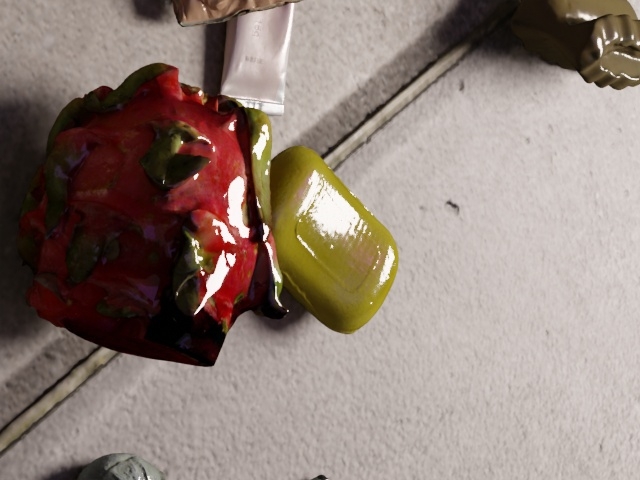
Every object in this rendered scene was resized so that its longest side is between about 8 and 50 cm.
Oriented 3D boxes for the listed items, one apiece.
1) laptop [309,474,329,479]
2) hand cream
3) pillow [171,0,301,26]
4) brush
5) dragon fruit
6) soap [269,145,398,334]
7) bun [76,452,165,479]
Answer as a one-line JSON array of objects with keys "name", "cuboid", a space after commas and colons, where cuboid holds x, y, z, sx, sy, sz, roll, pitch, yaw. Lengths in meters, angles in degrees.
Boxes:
[{"name": "laptop", "cuboid": [-0.045, 0.249, 1.235, 0.180, 0.016, 0.129, -24, 105, -39]}, {"name": "hand cream", "cuboid": [-0.039, -0.193, 1.232, 0.052, 0.038, 0.216, 4, 91, -16]}, {"name": "pillow", "cuboid": [-0.053, -0.259, 1.179, 0.126, 0.043, 0.232, -11, 104, -17]}, {"name": "brush", "cuboid": [0.263, -0.152, 1.482, 0.301, 0.084, 0.071, 2, 121, -51]}, {"name": "dragon fruit", "cuboid": [-0.092, -0.018, 1.101, 0.167, 0.160, 0.172, 19, 76, -17]}, {"name": "soap", "cuboid": [-0.001, 0.000, 1.255, 0.140, 0.045, 0.089, 46, 58, -32]}, {"name": "bun", "cuboid": [-0.119, 0.173, 1.145, 0.083, 0.045, 0.083, 6, 82, -46]}]
